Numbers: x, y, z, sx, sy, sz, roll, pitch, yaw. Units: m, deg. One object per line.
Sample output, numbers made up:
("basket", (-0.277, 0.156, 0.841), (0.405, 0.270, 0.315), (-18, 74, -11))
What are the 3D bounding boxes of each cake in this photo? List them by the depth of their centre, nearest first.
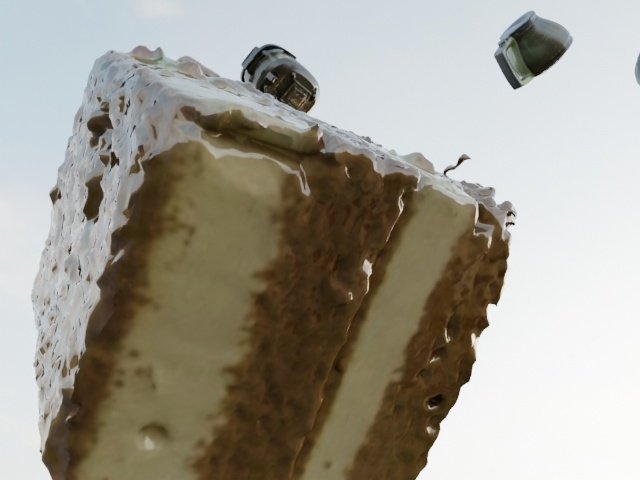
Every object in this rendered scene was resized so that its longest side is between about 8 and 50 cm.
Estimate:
("cake", (-0.049, 0.029, 0.479), (0.290, 0.256, 0.282), (13, -77, -30))

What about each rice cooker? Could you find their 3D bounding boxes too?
("rice cooker", (-0.074, -0.297, 1.200), (0.112, 0.106, 0.165), (-49, -32, 12))

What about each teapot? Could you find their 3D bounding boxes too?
("teapot", (0.216, -0.200, 0.661), (0.057, 0.088, 0.066), (43, -20, -12))

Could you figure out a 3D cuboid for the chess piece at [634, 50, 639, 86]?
("chess piece", (0.663, -0.268, 1.014), (0.272, 0.139, 0.139), (13, -36, -12))
